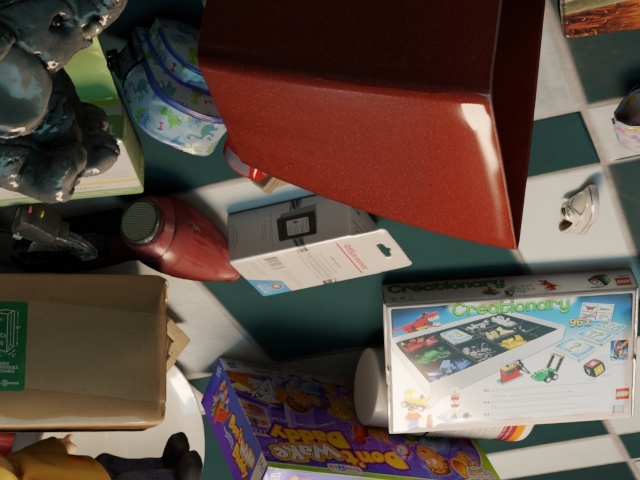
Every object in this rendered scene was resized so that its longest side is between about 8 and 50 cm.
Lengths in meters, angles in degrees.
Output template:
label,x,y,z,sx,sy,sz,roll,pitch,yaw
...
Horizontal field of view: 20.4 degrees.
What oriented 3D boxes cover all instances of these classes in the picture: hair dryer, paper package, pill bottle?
label,x,y,z,sx,sy,sz,roll,pitch,yaw
hair dryer,-0.216,-0.003,1.929,0.293,0.080,0.223,11,168,-20
paper package,-0.336,0.127,1.954,0.324,0.168,0.309,1,172,-10
pill bottle,0.163,0.195,2.300,0.221,0.121,0.121,5,152,-17

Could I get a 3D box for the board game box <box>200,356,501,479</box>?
label,x,y,z,sx,sy,sz,roll,pitch,yaw
board game box,0.042,0.269,2.304,0.347,0.233,0.078,10,118,-26

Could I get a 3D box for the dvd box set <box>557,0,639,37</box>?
label,x,y,z,sx,sy,sz,roll,pitch,yaw
dvd box set,0.392,-0.288,1.413,0.420,0.062,0.307,-7,154,6

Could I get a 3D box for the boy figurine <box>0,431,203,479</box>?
label,x,y,z,sx,sy,sz,roll,pitch,yaw
boy figurine,-0.284,0.259,1.976,0.285,0.177,0.092,6,108,-21

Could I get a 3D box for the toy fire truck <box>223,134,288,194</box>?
label,x,y,z,sx,sy,sz,roll,pitch,yaw
toy fire truck,-0.031,-0.089,1.687,0.192,0.047,0.135,-33,155,-47

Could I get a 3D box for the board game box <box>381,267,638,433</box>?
label,x,y,z,sx,sy,sz,roll,pitch,yaw
board game box,0.230,0.136,2.161,0.305,0.053,0.193,-3,120,0

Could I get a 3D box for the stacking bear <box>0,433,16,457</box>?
label,x,y,z,sx,sy,sz,roll,pitch,yaw
stacking bear,-0.419,0.333,2.463,0.175,0.164,0.289,21,173,19

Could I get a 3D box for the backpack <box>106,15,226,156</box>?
label,x,y,z,sx,sy,sz,roll,pitch,yaw
backpack,-0.124,-0.139,1.583,0.105,0.114,0.084,17,127,-34

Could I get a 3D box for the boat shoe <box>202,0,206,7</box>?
label,x,y,z,sx,sy,sz,roll,pitch,yaw
boat shoe,-0.057,-0.188,1.575,0.045,0.050,0.135,-14,143,26

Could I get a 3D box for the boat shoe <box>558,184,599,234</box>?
label,x,y,z,sx,sy,sz,roll,pitch,yaw
boat shoe,0.282,-0.032,1.954,0.035,0.035,0.100,-4,161,-7

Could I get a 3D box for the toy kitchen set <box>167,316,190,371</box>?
label,x,y,z,sx,sy,sz,roll,pitch,yaw
toy kitchen set,-0.219,0.126,2.172,0.068,0.083,0.075,31,167,27

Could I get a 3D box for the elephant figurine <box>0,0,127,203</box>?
label,x,y,z,sx,sy,sz,roll,pitch,yaw
elephant figurine,-0.256,-0.163,1.505,0.169,0.186,0.239,29,141,26

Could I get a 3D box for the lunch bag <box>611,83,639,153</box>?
label,x,y,z,sx,sy,sz,roll,pitch,yaw
lunch bag,0.330,-0.123,1.754,0.083,0.053,0.071,-19,154,9

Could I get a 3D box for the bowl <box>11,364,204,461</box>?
label,x,y,z,sx,sy,sz,roll,pitch,yaw
bowl,-0.296,0.278,2.276,0.134,0.298,0.298,5,165,41

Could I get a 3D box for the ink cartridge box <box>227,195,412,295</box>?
label,x,y,z,sx,sy,sz,roll,pitch,yaw
ink cartridge box,0.000,0.000,1.946,0.180,0.060,0.104,-12,152,17

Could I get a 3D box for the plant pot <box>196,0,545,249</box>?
label,x,y,z,sx,sy,sz,roll,pitch,yaw
plant pot,0.045,-0.171,1.411,0.235,0.267,0.267,3,156,13

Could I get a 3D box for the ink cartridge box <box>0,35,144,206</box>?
label,x,y,z,sx,sy,sz,roll,pitch,yaw
ink cartridge box,-0.272,-0.111,1.692,0.171,0.056,0.235,-5,156,3
